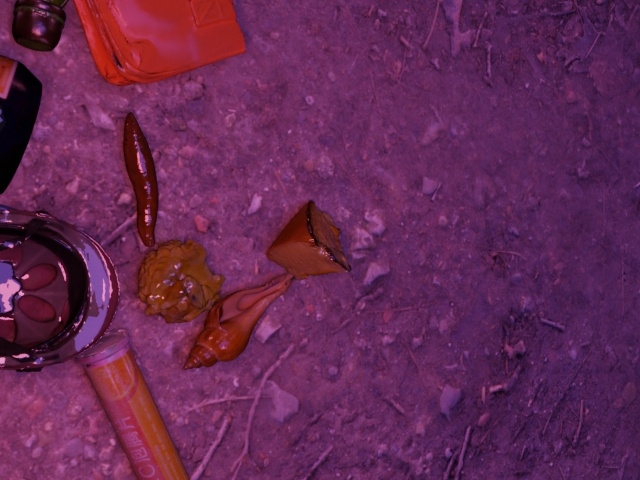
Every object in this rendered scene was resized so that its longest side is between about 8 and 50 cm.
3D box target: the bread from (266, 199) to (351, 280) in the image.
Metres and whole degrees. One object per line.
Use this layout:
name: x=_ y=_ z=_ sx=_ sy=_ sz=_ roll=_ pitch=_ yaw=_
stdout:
bread: x=0.000 y=0.000 z=1.770 sx=0.140 sy=0.160 sz=0.169 roll=43 pitch=70 yaw=-26

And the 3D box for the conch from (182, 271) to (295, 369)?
conch: x=-0.171 y=0.164 z=1.717 sx=0.109 sy=0.093 sz=0.330 roll=48 pitch=50 yaw=-2

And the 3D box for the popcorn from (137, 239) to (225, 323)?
popcorn: x=-0.272 y=0.084 z=1.625 sx=0.174 sy=0.142 sz=0.173 roll=16 pitch=57 yaw=-28

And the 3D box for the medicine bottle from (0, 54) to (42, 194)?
medicine bottle: x=-0.663 y=-0.233 z=1.302 sx=0.395 sy=0.242 sz=0.242 roll=22 pitch=80 yaw=-26

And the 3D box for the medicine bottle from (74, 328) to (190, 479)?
medicine bottle: x=-0.336 y=0.382 z=1.601 sx=0.108 sy=0.108 sz=0.425 roll=-30 pitch=107 yaw=-28

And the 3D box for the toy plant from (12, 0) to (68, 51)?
toy plant: x=-0.499 y=-0.427 z=1.485 sx=0.093 sy=0.093 sz=0.162 roll=12 pitch=84 yaw=-32

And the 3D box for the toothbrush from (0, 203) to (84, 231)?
toothbrush: x=-0.562 y=-0.051 z=1.498 sx=0.276 sy=0.019 sz=0.025 roll=19 pitch=89 yaw=-31

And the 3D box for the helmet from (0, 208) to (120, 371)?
helmet: x=-0.540 y=0.089 z=1.412 sx=0.338 sy=0.197 sz=0.270 roll=4 pitch=81 yaw=-41

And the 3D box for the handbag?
handbag: x=-0.330 y=-0.516 z=1.576 sx=0.304 sy=0.116 sz=0.409 roll=-25 pitch=105 yaw=-29

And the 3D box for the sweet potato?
sweet potato: x=-0.345 y=-0.118 z=1.613 sx=0.057 sy=0.057 sz=0.264 roll=-16 pitch=101 yaw=-31
